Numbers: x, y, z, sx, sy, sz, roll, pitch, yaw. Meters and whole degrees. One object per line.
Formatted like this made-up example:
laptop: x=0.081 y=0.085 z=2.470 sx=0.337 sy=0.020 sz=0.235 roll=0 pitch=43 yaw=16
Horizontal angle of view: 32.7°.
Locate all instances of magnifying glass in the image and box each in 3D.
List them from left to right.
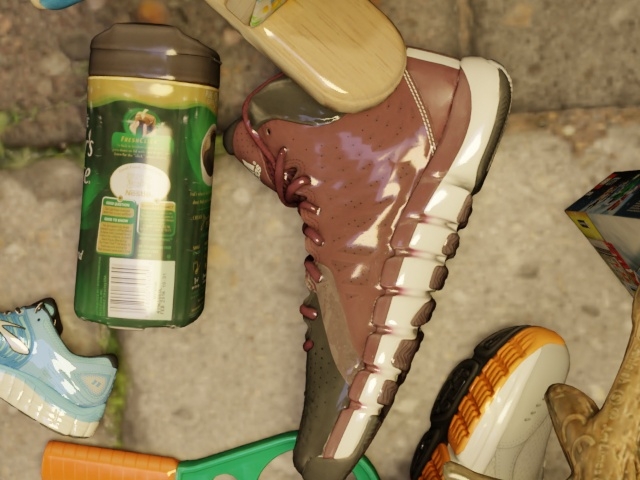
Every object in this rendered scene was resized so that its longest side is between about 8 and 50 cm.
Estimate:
magnifying glass: x=-0.072 y=0.164 z=0.732 sx=0.231 sy=0.026 sz=0.092 roll=7 pitch=96 yaw=3

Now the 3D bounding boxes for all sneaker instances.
sneaker: x=-0.206 y=0.065 z=0.725 sx=0.162 sy=0.063 sz=0.073 roll=31 pitch=79 yaw=-2
sneaker: x=0.000 y=0.000 z=0.680 sx=0.162 sy=0.106 sz=0.281 roll=22 pitch=86 yaw=8
sneaker: x=0.112 y=0.180 z=0.689 sx=0.121 sy=0.099 sz=0.262 roll=21 pitch=104 yaw=-4

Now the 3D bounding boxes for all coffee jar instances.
coffee jar: x=-0.107 y=-0.041 z=0.680 sx=0.079 sy=0.096 sz=0.184 roll=5 pitch=95 yaw=2

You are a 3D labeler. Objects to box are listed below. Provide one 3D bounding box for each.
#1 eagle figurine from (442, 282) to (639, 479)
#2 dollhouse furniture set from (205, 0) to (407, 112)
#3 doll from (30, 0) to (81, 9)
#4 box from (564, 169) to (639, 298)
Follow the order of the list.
eagle figurine: x=0.191 y=0.207 z=0.563 sx=0.226 sy=0.225 sz=0.298 roll=-43 pitch=130 yaw=-4
dollhouse furniture set: x=0.163 y=-0.246 z=0.520 sx=0.256 sy=0.362 sz=0.394 roll=42 pitch=68 yaw=2
doll: x=-0.121 y=-0.184 z=0.625 sx=0.046 sy=0.189 sz=0.129 roll=37 pitch=97 yaw=-29
box: x=0.217 y=0.035 z=0.587 sx=0.044 sy=0.233 sz=0.159 roll=-39 pitch=91 yaw=4
